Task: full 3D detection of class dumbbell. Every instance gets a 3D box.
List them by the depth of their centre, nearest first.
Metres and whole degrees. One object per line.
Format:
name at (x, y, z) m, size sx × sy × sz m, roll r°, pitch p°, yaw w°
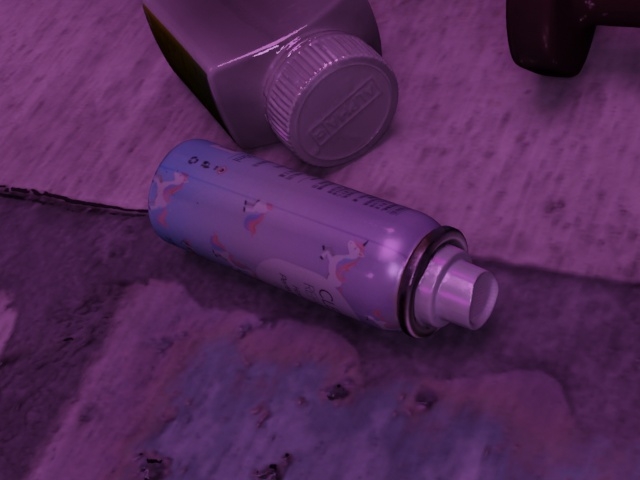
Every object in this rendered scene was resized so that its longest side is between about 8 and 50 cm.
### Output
dumbbell at (0.237, -0.159, 0.707) m, size 0.225 × 0.140 × 0.124 m, roll 9°, pitch 96°, yaw 26°

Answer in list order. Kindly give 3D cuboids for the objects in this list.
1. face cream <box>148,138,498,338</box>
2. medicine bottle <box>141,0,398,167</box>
face cream at (0.000, 0.000, 0.688) m, size 0.229 × 0.075 × 0.075 m, roll 20°, pitch 58°, yaw 33°
medicine bottle at (-0.030, -0.138, 0.810) m, size 0.132 × 0.088 × 0.188 m, roll -31°, pitch 48°, yaw -10°
